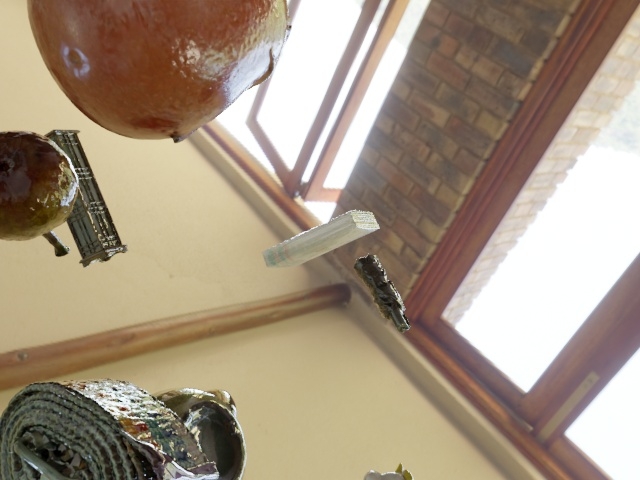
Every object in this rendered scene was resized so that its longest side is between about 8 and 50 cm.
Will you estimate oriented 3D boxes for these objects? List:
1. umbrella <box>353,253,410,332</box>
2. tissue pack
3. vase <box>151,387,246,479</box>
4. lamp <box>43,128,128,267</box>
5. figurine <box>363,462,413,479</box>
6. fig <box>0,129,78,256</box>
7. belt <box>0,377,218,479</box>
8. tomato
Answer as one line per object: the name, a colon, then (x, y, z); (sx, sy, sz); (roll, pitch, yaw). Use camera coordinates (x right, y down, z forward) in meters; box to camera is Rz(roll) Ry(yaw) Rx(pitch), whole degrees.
umbrella: (0.145, 0.124, 1.422); (0.059, 0.066, 0.235); (49, -168, -46)
tissue pack: (0.000, 0.000, 0.605); (0.056, 0.108, 0.023); (-2, -111, -61)
vase: (-0.281, 0.389, 1.135); (0.240, 0.302, 0.329); (57, -150, -8)
lamp: (-0.577, -0.104, 1.464); (0.325, 0.090, 0.089); (68, -157, -1)
figurine: (0.155, 0.627, 1.491); (0.109, 0.130, 0.178); (55, -128, -27)
fig: (-0.499, -0.041, 1.037); (0.191, 0.290, 0.190); (5, -142, -4)
belt: (-0.308, 0.305, 0.816); (0.295, 0.206, 0.160); (24, -177, 28)
tomato: (-0.168, -0.242, 0.634); (0.265, 0.264, 0.265); (18, -150, -11)
